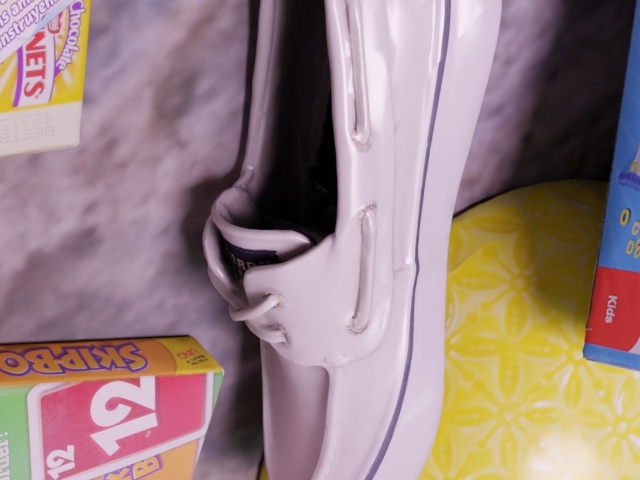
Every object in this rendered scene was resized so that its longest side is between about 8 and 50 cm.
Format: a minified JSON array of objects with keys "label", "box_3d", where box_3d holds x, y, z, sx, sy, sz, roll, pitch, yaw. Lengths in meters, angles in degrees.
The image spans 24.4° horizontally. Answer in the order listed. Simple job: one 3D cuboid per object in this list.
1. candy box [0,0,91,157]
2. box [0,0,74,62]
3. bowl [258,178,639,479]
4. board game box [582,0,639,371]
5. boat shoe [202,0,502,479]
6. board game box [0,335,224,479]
[{"label":"candy box","box_3d":[-0.115,-0.117,0.442,0.105,0.027,0.206,-14,125,-38]},{"label":"box","box_3d":[-0.067,-0.183,0.363,0.293,0.057,0.201,-47,140,-27]},{"label":"bowl","box_3d":[0.126,0.132,0.717,0.289,0.156,0.289,-20,129,-27]},{"label":"board game box","box_3d":[0.265,-0.082,0.663,0.308,0.086,0.302,6,93,-42]},{"label":"boat shoe","box_3d":[0.000,0.000,0.570,0.088,0.096,0.268,-5,120,-32]},{"label":"board game box","box_3d":[-0.163,0.100,0.549,0.259,0.039,0.124,1,116,-37]}]
